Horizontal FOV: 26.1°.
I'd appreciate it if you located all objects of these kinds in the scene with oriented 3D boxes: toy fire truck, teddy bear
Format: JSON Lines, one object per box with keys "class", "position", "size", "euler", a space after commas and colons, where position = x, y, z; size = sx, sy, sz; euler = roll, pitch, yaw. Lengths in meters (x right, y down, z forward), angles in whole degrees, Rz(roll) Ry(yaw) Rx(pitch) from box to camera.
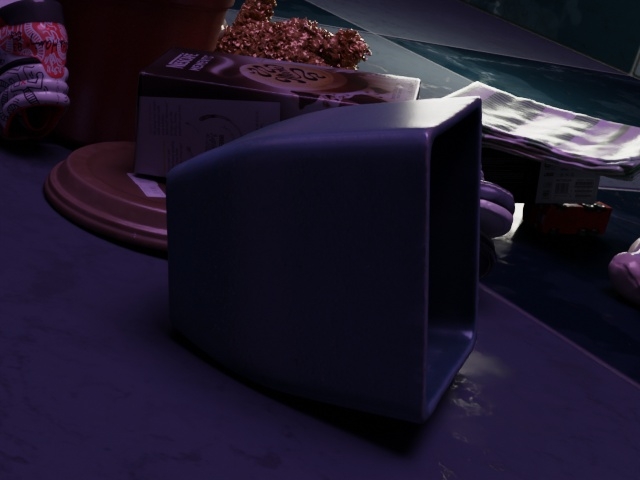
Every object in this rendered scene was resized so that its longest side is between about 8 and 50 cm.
{"class": "toy fire truck", "position": [0.356, -0.053, 2.056], "size": [0.192, 0.047, 0.135], "euler": [0, 22, -38]}
{"class": "teddy bear", "position": [-0.080, -0.301, 2.201], "size": [0.338, 0.113, 0.245], "euler": [22, 60, 2]}

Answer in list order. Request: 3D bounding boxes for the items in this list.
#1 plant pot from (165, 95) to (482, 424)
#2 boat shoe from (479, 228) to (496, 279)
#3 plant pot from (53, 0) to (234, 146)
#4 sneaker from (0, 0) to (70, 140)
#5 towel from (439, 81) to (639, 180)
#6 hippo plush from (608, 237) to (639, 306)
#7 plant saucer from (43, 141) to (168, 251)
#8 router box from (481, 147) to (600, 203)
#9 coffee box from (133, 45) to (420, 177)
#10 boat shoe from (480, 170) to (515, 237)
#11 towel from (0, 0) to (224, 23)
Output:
{"class": "plant pot", "position": [0.000, 0.000, 1.247], "size": [0.252, 0.247, 0.248], "euler": [4, 14, 16]}
{"class": "boat shoe", "position": [0.086, 0.009, 1.519], "size": [0.254, 0.095, 0.079], "euler": [15, 17, -22]}
{"class": "plant pot", "position": [-0.245, -0.259, 1.739], "size": [0.272, 0.265, 0.272], "euler": [14, 16, -4]}
{"class": "sneaker", "position": [-0.398, -0.183, 1.669], "size": [0.270, 0.145, 0.090], "euler": [-16, -11, 42]}
{"class": "towel", "position": [0.320, -0.159, 1.950], "size": [0.325, 0.038, 0.248], "euler": [16, 22, 25]}
{"class": "hippo plush", "position": [0.534, -0.003, 1.750], "size": [0.294, 0.236, 0.234], "euler": [17, 17, 0]}
{"class": "plant saucer", "position": [-0.167, -0.053, 1.539], "size": [0.278, 0.041, 0.278], "euler": [12, 20, -4]}
{"class": "router box", "position": [0.219, -0.128, 2.011], "size": [0.309, 0.081, 0.243], "euler": [0, 21, -16]}
{"class": "coffee box", "position": [-0.045, -0.130, 1.549], "size": [0.297, 0.119, 0.168], "euler": [8, 20, 4]}
{"class": "boat shoe", "position": [0.141, -0.071, 1.667], "size": [0.116, 0.099, 0.319], "euler": [27, -7, -22]}
{"class": "towel", "position": [-0.376, -0.345, 2.088], "size": [0.374, 0.090, 0.320], "euler": [-14, 28, -30]}
